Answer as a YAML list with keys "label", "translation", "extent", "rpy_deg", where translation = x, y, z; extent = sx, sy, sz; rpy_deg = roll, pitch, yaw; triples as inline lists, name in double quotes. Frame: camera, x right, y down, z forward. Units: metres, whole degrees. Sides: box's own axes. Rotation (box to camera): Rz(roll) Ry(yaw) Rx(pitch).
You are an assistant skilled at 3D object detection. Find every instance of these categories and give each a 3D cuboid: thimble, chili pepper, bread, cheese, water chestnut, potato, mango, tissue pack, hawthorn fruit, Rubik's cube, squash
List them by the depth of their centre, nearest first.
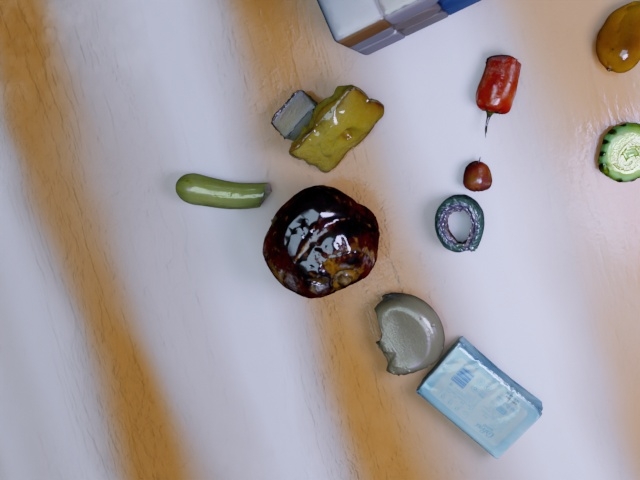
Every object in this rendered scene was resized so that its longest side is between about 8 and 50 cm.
- label: "Rubik's cube"
  translation: [0.151, -0.638, 1.676]
  extent: [0.347, 0.344, 0.346]
  rpy_deg: [-21, 92, 17]
- label: "mango"
  translation: [0.673, -0.451, 1.715]
  extent: [0.105, 0.084, 0.159]
  rpy_deg: [19, 83, 26]
- label: "bread"
  translation: [0.699, -0.199, 1.749]
  extent: [0.130, 0.071, 0.139]
  rpy_deg: [21, 101, 7]
- label: "chili pepper"
  translation: [0.405, -0.332, 1.793]
  extent: [0.084, 0.086, 0.192]
  rpy_deg: [13, 93, -17]
- label: "hawthorn fruit"
  translation: [0.373, -0.151, 1.839]
  extent: [0.077, 0.077, 0.077]
  rpy_deg: [2, 99, 13]
- label: "thimble"
  translation: [0.334, -0.041, 1.854]
  extent: [0.119, 0.090, 0.135]
  rpy_deg: [1, 101, 16]
- label: "bread"
  translation: [0.037, -0.277, 1.867]
  extent: [0.233, 0.161, 0.088]
  rpy_deg: [-40, 60, 20]
- label: "water chestnut"
  translation: [0.000, 0.000, 1.867]
  extent: [0.289, 0.244, 0.289]
  rpy_deg: [1, 97, 6]
- label: "tissue pack"
  translation: [0.393, 0.387, 1.908]
  extent: [0.263, 0.089, 0.177]
  rpy_deg: [39, 106, 3]
- label: "potato"
  translation: [-0.054, -0.307, 1.912]
  extent: [0.122, 0.061, 0.086]
  rpy_deg: [-47, 61, 14]
- label: "cheese"
  translation: [0.215, 0.222, 1.924]
  extent: [0.175, 0.091, 0.202]
  rpy_deg: [-23, 91, 16]
- label: "squash"
  translation: [-0.255, -0.125, 1.991]
  extent: [0.250, 0.083, 0.083]
  rpy_deg: [7, 100, 10]
